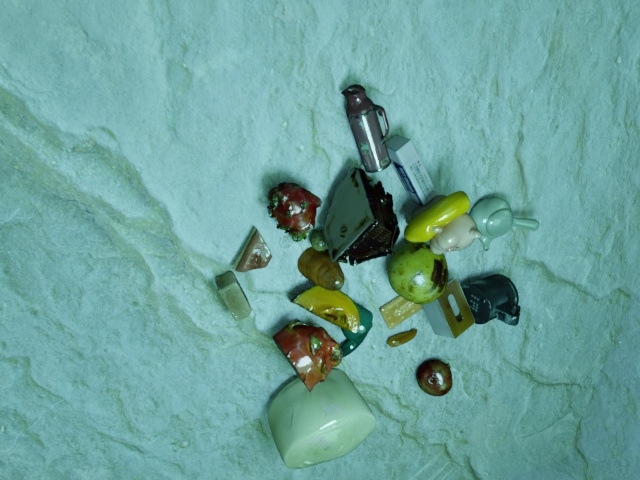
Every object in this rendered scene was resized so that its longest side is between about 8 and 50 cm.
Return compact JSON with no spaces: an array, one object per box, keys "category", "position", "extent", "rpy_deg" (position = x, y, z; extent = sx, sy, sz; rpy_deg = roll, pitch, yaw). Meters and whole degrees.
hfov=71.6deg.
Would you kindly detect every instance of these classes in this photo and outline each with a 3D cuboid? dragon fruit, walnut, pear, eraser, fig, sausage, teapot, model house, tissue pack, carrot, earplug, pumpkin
[{"category":"dragon fruit","position":[-0.044,0.473,1.933],"extent":[0.225,0.305,0.305],"rpy_deg":[-35,123,-11]},{"category":"walnut","position":[0.000,0.000,1.823],"extent":[0.092,0.092,0.092],"rpy_deg":[-9,118,-17]},{"category":"dragon fruit","position":[-0.112,-0.096,1.683],"extent":[0.200,0.198,0.269],"rpy_deg":[-6,132,-31]},{"category":"pear","position":[0.436,0.141,1.959],"extent":[0.283,0.283,0.284],"rpy_deg":[-9,118,-17]},{"category":"eraser","position":[0.361,-0.283,1.797],"extent":[0.086,0.130,0.287],"rpy_deg":[-37,121,-3]},{"category":"fig","position":[0.621,0.734,2.385],"extent":[0.205,0.205,0.205],"rpy_deg":[-9,118,-17]},{"category":"sausage","position":[0.417,0.497,2.252],"extent":[0.183,0.054,0.062],"rpy_deg":[-16,148,-17]},{"category":"teapot","position":[0.851,-0.107,2.064],"extent":[0.318,0.149,0.220],"rpy_deg":[-22,122,-9]},{"category":"model house","position":[0.176,-0.080,1.799],"extent":[0.297,0.317,0.282],"rpy_deg":[-31,154,33]},{"category":"tissue pack","position":[0.598,0.320,2.120],"extent":[0.159,0.136,0.246],"rpy_deg":[-30,99,-26]},{"category":"carrot","position":[0.021,0.137,1.822],"extent":[0.159,0.225,0.159],"rpy_deg":[-12,121,-21]},{"category":"earplug","position":[0.138,0.401,2.060],"extent":[0.257,0.164,0.280],"rpy_deg":[-21,115,33]},{"category":"pumpkin","position":[0.037,0.280,1.934],"extent":[0.312,0.169,0.148],"rpy_deg":[29,80,2]}]

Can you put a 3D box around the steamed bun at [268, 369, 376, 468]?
[{"category":"steamed bun","position":[-0.009,0.810,2.055],"extent":[0.455,0.371,0.290],"rpy_deg":[-23,120,-13]}]

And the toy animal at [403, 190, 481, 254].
[{"category":"toy animal","position":[0.496,-0.038,1.823],"extent":[0.277,0.345,0.247],"rpy_deg":[-40,98,-6]}]

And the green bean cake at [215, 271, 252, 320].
[{"category":"green bean cake","position":[-0.347,0.223,1.781],"extent":[0.085,0.109,0.179],"rpy_deg":[-26,121,-9]}]

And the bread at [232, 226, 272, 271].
[{"category":"bread","position":[-0.256,0.055,1.757],"extent":[0.119,0.067,0.192],"rpy_deg":[28,101,-22]}]

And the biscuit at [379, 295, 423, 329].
[{"category":"biscuit","position":[0.417,0.325,2.178],"extent":[0.249,0.030,0.160],"rpy_deg":[-31,122,-5]}]

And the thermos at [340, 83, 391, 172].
[{"category":"thermos","position":[0.177,-0.419,1.651],"extent":[0.109,0.136,0.330],"rpy_deg":[-33,123,-15]}]

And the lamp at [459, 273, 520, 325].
[{"category":"lamp","position":[0.832,0.283,2.210],"extent":[0.272,0.374,0.205],"rpy_deg":[-27,126,-42]}]
